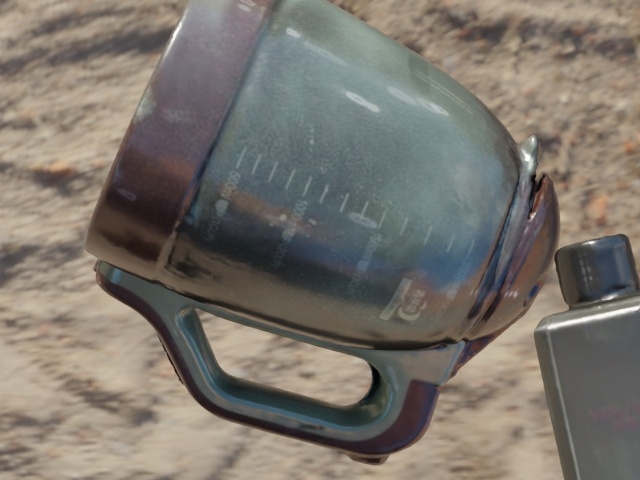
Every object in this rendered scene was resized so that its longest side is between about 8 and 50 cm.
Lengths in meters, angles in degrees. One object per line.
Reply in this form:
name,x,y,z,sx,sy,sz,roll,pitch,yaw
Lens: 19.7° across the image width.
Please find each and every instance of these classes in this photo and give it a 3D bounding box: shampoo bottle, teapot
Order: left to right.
teapot,0.000,0.000,1.315,0.312,0.233,0.315,25,110,-3
shampoo bottle,0.165,0.120,0.938,0.080,0.079,0.246,-13,83,6
